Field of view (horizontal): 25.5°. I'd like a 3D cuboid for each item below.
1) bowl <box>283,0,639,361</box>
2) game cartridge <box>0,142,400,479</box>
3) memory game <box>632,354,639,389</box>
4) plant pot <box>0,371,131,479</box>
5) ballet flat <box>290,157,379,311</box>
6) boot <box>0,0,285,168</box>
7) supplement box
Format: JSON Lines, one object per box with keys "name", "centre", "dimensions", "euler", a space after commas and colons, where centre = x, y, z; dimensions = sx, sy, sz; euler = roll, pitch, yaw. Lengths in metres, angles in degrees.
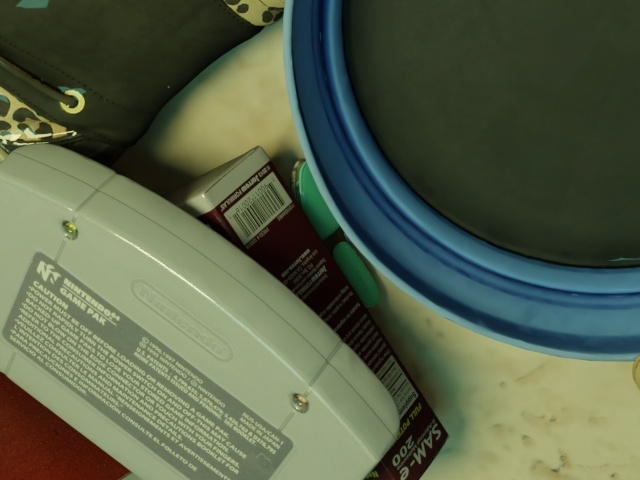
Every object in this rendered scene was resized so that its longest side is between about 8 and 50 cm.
{"name": "bowl", "centre": [0.174, -0.116, 0.802], "dimensions": [0.391, 0.077, 0.391], "euler": [1, 117, 3]}
{"name": "game cartridge", "centre": [-0.098, 0.073, 0.904], "dimensions": [0.294, 0.060, 0.196], "euler": [37, 138, 3]}
{"name": "memory game", "centre": [0.280, 0.079, 0.848], "dimensions": [0.186, 0.012, 0.186], "euler": [0, 122, 0]}
{"name": "plant pot", "centre": [-0.332, 0.140, 1.001], "dimensions": [0.267, 0.267, 0.236], "euler": [-29, 88, 23]}
{"name": "ballet flat", "centre": [0.000, 0.000, 0.960], "dimensions": [0.041, 0.041, 0.114], "euler": [-21, 102, 22]}
{"name": "boot", "centre": [-0.191, -0.221, 0.873], "dimensions": [0.284, 0.138, 0.377], "euler": [-30, 103, 25]}
{"name": "supplement box", "centre": [-0.034, 0.069, 0.953], "dimensions": [0.130, 0.073, 0.239], "euler": [-22, 105, 42]}
